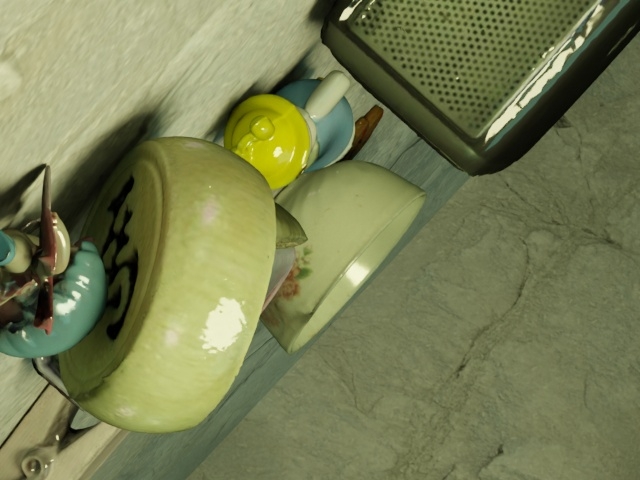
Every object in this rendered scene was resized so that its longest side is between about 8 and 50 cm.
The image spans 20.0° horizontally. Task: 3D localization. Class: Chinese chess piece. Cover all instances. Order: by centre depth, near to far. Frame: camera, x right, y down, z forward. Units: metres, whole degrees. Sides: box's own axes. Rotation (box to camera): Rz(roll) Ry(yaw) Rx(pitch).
[{"bbox_3d":[-0.131,0.036,1.509,0.250,0.101,0.250,-45,-145,45],"label":"Chinese chess piece"}]

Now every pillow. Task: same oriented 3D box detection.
[{"bbox_3d":[-0.080,-0.026,1.848,0.208,0.119,0.053,6,107,-81],"label":"pillow"}]

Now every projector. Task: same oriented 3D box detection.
[{"bbox_3d":[0.218,-0.281,1.853,0.405,0.242,0.395,-49,175,10],"label":"projector"}]

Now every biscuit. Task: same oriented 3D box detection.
[{"bbox_3d":[0.036,-0.122,2.405,0.119,0.019,0.130,-54,170,32],"label":"biscuit"}]

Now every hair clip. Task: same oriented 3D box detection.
[{"bbox_3d":[-0.320,0.262,2.002,0.331,0.101,0.085,-49,176,15],"label":"hair clip"}]

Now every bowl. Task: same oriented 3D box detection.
[{"bbox_3d":[0.000,0.000,2.333,0.277,0.145,0.277,-46,171,-9],"label":"bowl"}]

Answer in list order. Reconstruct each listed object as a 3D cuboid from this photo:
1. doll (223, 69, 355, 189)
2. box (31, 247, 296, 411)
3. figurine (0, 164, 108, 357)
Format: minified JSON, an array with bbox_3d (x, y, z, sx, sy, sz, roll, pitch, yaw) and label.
[{"bbox_3d":[-0.031,-0.108,1.816,0.135,0.099,0.241,-16,-177,21],"label":"doll"},{"bbox_3d":[-0.154,0.066,1.911,0.190,0.112,0.369,-52,172,14],"label":"box"},{"bbox_3d":[-0.240,0.049,1.363,0.205,0.103,0.260,-49,174,-3],"label":"figurine"}]
